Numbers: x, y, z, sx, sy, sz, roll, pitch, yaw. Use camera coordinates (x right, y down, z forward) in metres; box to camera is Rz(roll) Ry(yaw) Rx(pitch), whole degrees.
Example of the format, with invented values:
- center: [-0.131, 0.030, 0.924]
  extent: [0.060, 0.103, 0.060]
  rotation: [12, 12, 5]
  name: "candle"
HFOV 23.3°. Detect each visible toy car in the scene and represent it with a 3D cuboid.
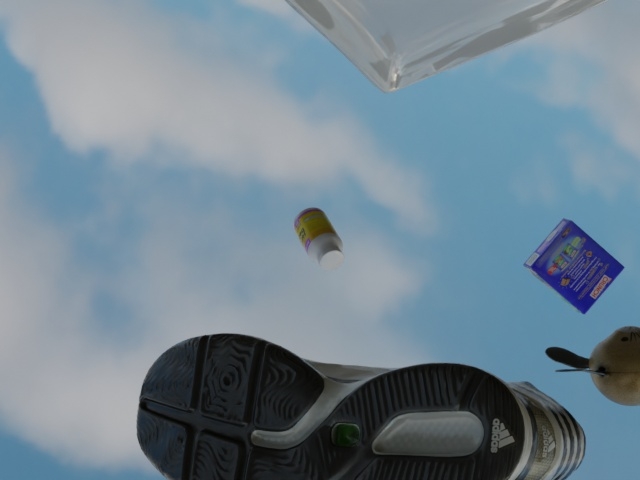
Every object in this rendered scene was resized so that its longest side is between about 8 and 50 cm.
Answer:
- center: [0.333, 0.113, 1.624]
  extent: [0.188, 0.149, 0.155]
  rotation: [-5, -173, 2]
  name: "toy car"

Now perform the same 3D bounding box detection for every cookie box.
- center: [0.358, 0.037, 2.195]
  extent: [0.107, 0.092, 0.040]
  rotation: [41, -179, -11]
  name: "cookie box"

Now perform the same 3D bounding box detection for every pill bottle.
- center: [0.000, 0.000, 1.832]
  extent: [0.043, 0.043, 0.083]
  rotation: [8, -149, -28]
  name: "pill bottle"

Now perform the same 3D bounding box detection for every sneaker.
- center: [0.048, 0.198, 1.525]
  extent: [0.447, 0.169, 0.257]
  rotation: [2, 169, 35]
  name: "sneaker"

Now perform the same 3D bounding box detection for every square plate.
- center: [0.165, -0.301, 1.754]
  extent: [0.344, 0.347, 0.049]
  rotation: [33, -142, -63]
  name: "square plate"
